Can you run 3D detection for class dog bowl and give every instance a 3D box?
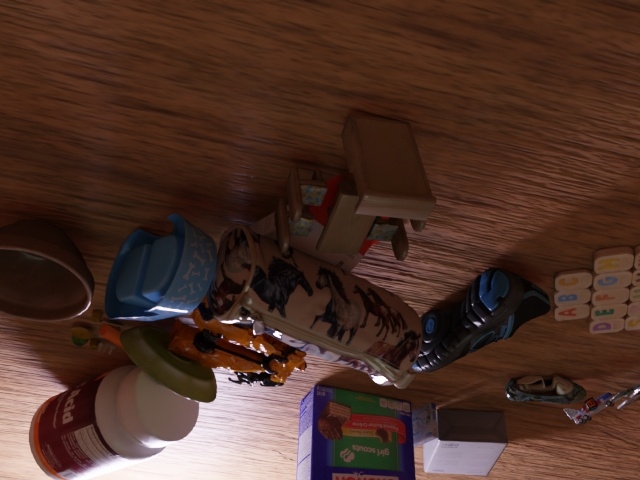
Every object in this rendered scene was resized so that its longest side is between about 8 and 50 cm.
[{"bbox_3d":[-0.275,0.058,1.247,0.074,0.166,0.297,23,157,-32],"label":"dog bowl"}]

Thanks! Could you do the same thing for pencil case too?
[{"bbox_3d":[-0.002,0.127,1.258,0.410,0.184,0.160,26,133,-30],"label":"pencil case"}]

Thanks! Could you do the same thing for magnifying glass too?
[{"bbox_3d":[-0.384,0.244,1.583,0.026,0.092,0.231,-24,136,27],"label":"magnifying glass"}]

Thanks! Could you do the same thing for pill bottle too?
[{"bbox_3d":[-0.487,0.425,1.721,0.392,0.224,0.224,-26,135,31],"label":"pill bottle"}]

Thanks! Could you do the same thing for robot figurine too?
[{"bbox_3d":[-0.156,0.211,1.525,0.290,0.085,0.211,23,127,-24],"label":"robot figurine"}]

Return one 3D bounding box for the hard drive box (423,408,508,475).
[{"bbox_3d":[0.379,0.541,1.936,0.180,0.089,0.232,4,142,-1],"label":"hard drive box"}]

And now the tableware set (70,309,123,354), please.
[{"bbox_3d":[-0.492,0.198,1.593,0.103,0.024,0.154,18,141,-15],"label":"tableware set"}]

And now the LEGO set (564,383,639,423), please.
[{"bbox_3d":[0.678,0.349,1.670,0.244,0.060,0.183,-16,148,-22],"label":"LEGO set"}]

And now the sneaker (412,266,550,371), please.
[{"bbox_3d":[0.304,0.181,1.444,0.139,0.125,0.341,17,143,-26],"label":"sneaker"}]

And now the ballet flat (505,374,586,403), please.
[{"bbox_3d":[0.529,0.344,1.698,0.188,0.070,0.070,-3,142,2],"label":"ballet flat"}]

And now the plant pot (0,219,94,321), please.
[{"bbox_3d":[-0.522,0.041,1.315,0.237,0.110,0.237,1,142,1],"label":"plant pot"}]

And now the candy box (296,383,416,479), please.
[{"bbox_3d":[0.085,0.533,1.754,0.268,0.317,0.122,13,141,-14],"label":"candy box"}]

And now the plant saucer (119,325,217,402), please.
[{"bbox_3d":[-0.307,0.249,1.522,0.241,0.241,0.037,34,94,-35],"label":"plant saucer"}]

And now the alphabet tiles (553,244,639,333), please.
[{"bbox_3d":[0.596,0.099,1.405,0.277,0.021,0.284,-7,142,12],"label":"alphabet tiles"}]

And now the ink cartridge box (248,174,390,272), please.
[{"bbox_3d":[0.000,0.000,1.281,0.232,0.066,0.189,-24,135,36],"label":"ink cartridge box"}]

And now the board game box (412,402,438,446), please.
[{"bbox_3d":[0.258,0.471,1.850,0.020,0.090,0.090,27,137,-29],"label":"board game box"}]

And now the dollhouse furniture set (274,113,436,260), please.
[{"bbox_3d":[0.064,-0.043,1.108,0.212,0.161,0.242,5,139,-17],"label":"dollhouse furniture set"}]
